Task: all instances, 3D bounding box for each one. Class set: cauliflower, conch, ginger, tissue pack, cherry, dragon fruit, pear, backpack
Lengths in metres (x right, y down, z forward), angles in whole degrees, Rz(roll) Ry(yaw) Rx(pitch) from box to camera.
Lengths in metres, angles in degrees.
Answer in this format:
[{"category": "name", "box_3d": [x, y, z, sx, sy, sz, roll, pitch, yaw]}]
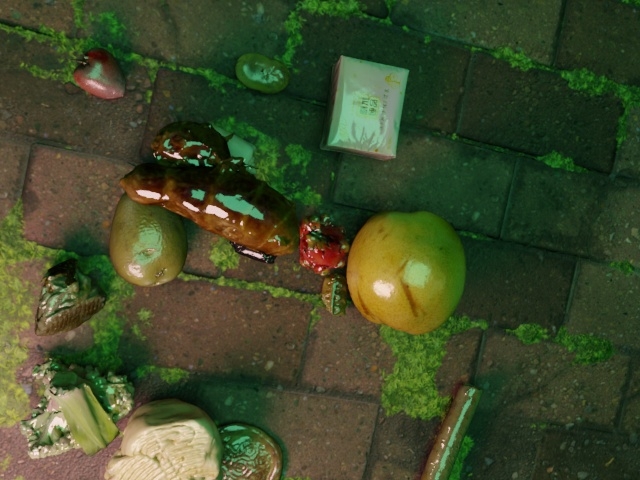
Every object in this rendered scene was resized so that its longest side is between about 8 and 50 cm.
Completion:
[{"category": "cauliflower", "box_3d": [-0.559, 0.363, 1.467, 0.257, 0.315, 0.238, 0, 54, -4]}, {"category": "conch", "box_3d": [-0.230, -0.216, 1.591, 0.176, 0.104, 0.094, 33, 42, -9]}, {"category": "ginger", "box_3d": [-0.214, -0.125, 1.477, 0.419, 0.176, 0.254, 27, 73, -6]}, {"category": "tissue pack", "box_3d": [0.111, -0.331, 1.642, 0.185, 0.124, 0.225, 8, 92, -11]}, {"category": "cherry", "box_3d": [-0.520, -0.388, 1.515, 0.106, 0.087, 0.126, -34, 119, -15]}, {"category": "dragon fruit", "box_3d": [0.000, 0.000, 1.638, 0.150, 0.207, 0.133, 30, 69, 29]}, {"category": "pear", "box_3d": [0.214, 0.073, 1.613, 0.315, 0.314, 0.314, -1, 94, -13]}, {"category": "backpack", "box_3d": [-0.141, -0.026, 1.618, 0.120, 0.106, 0.165, 23, 71, 7]}]

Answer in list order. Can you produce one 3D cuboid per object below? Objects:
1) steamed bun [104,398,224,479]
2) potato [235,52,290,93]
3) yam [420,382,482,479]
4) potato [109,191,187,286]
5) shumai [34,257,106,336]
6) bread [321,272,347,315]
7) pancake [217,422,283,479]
[{"category": "steamed bun", "box_3d": [-0.370, 0.523, 1.560, 0.276, 0.203, 0.289, -5, 107, -6]}, {"category": "potato", "box_3d": [-0.144, -0.415, 1.606, 0.138, 0.070, 0.091, 16, 92, -12]}, {"category": "yam", "box_3d": [0.351, 0.572, 1.784, 0.083, 0.083, 0.371, 24, 86, -13]}, {"category": "potato", "box_3d": [-0.411, -0.017, 1.532, 0.174, 0.159, 0.251, -4, 81, -42]}, {"category": "shumai", "box_3d": [-0.614, 0.129, 1.511, 0.184, 0.184, 0.142, -34, 77, -9]}, {"category": "bread", "box_3d": [0.037, 0.140, 1.693, 0.066, 0.060, 0.110, 3, 94, 18]}, {"category": "pancake", "box_3d": [-0.215, 0.596, 1.681, 0.250, 0.031, 0.249, 0, 92, -13]}]
